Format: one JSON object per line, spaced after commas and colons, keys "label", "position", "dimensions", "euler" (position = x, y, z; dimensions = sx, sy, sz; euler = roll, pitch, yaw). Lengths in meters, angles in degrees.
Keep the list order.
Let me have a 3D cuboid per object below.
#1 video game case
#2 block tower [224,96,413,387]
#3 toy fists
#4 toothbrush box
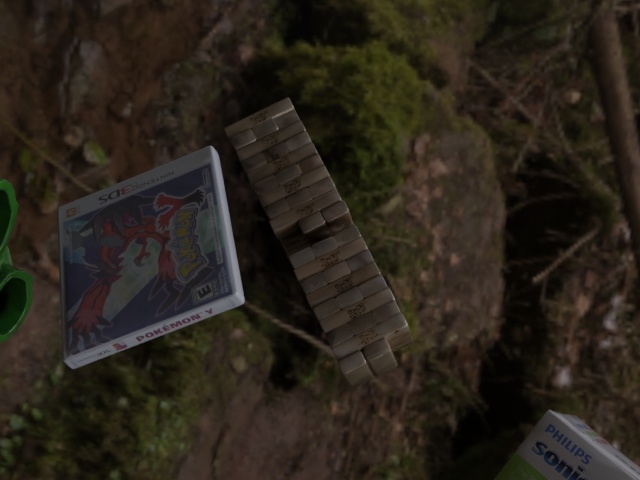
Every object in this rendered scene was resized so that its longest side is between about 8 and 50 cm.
{"label": "video game case", "position": [-0.174, 0.012, 1.062], "dimensions": [0.023, 0.183, 0.201], "euler": [58, 13, -49]}
{"label": "block tower", "position": [0.000, 0.000, 1.259], "dimensions": [0.335, 0.091, 0.097], "euler": [64, -1, 20]}
{"label": "toy fists", "position": [-0.386, -0.009, 1.129], "dimensions": [0.096, 0.142, 0.279], "euler": [-56, 167, -33]}
{"label": "toothbrush box", "position": [0.249, 0.354, 1.132], "dimensions": [0.283, 0.206, 0.122], "euler": [-55, 152, 6]}
